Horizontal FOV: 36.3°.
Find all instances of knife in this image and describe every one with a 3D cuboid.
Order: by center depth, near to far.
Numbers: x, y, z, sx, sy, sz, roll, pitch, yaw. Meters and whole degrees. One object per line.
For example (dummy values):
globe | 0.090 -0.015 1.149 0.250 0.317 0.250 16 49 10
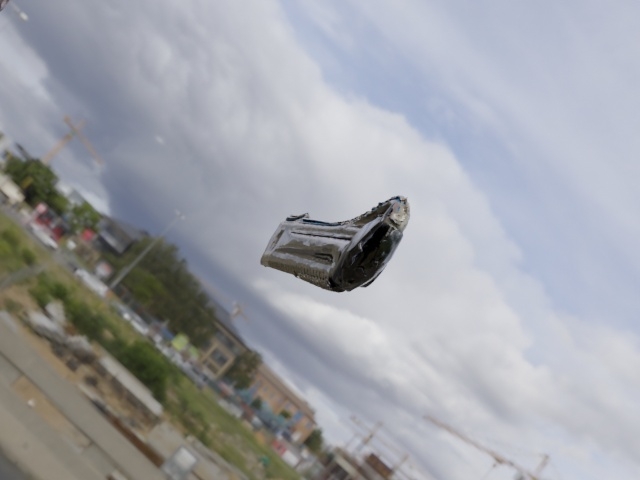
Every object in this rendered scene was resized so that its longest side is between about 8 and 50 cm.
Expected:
knife | 0.004 0.004 0.895 0.043 0.089 0.365 43 -10 -12

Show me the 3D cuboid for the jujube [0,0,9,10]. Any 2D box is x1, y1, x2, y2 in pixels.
jujube | -0.429 -0.312 1.051 0.236 0.168 0.168 15 -25 29
